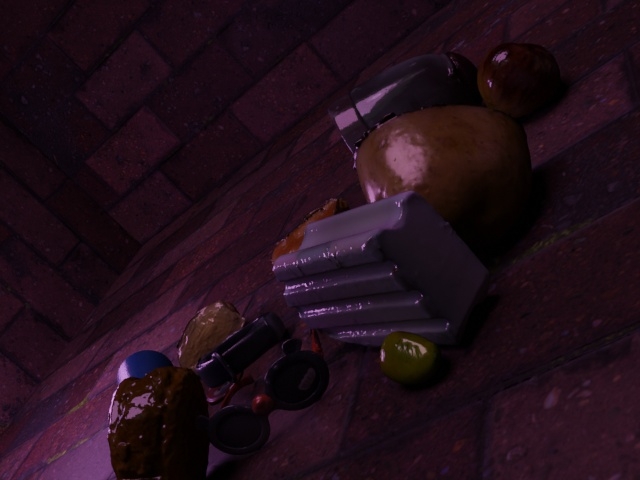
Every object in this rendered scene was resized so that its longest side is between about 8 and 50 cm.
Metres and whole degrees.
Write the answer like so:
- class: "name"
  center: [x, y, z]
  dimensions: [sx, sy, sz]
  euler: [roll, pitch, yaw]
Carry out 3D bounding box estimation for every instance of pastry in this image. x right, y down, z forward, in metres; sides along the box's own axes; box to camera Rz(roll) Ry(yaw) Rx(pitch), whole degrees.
- class: "pastry"
  center: [-0.252, 0.326, 1.258]
  dimensions: [0.132, 0.240, 0.235]
  euler: [-13, 45, 5]

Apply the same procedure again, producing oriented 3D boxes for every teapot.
- class: "teapot"
  center: [0.213, -0.274, 1.705]
  dimensions: [0.312, 0.233, 0.315]
  euler: [-32, -8, 10]

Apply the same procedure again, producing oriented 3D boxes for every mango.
- class: "mango"
  center: [0.123, 0.160, 1.051]
  dimensions: [0.108, 0.056, 0.073]
  euler: [-15, 65, 57]

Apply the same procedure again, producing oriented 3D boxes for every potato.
- class: "potato"
  center: [0.199, -0.078, 1.198]
  dimensions: [0.242, 0.285, 0.242]
  euler: [-174, 90, -76]

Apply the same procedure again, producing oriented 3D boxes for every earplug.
- class: "earplug"
  center: [-0.368, 0.345, 1.664]
  dimensions: [0.132, 0.132, 0.273]
  euler: [-45, 20, -2]

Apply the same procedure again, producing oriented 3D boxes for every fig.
- class: "fig"
  center: [0.352, -0.293, 1.499]
  dimensions: [0.160, 0.143, 0.231]
  euler: [-17, -11, -39]

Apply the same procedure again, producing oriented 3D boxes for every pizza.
- class: "pizza"
  center: [0.000, 0.000, 1.701]
  dimensions: [0.228, 0.081, 0.289]
  euler: [-57, 21, -20]

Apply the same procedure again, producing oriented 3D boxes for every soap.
- class: "soap"
  center: [0.073, 0.059, 1.163]
  dimensions: [0.115, 0.208, 0.347]
  euler: [-50, 17, -27]

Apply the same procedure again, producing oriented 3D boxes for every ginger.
- class: "ginger"
  center: [-0.252, 0.223, 1.765]
  dimensions: [0.193, 0.115, 0.122]
  euler: [-51, -5, 3]

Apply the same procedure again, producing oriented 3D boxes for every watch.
- class: "watch"
  center: [-0.159, 0.216, 1.507]
  dimensions: [0.193, 0.068, 0.206]
  euler: [-36, 3, 2]

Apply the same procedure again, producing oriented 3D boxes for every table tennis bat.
- class: "table tennis bat"
  center: [-0.198, 0.283, 1.599]
  dimensions: [0.098, 0.019, 0.154]
  euler: [-41, 19, 9]

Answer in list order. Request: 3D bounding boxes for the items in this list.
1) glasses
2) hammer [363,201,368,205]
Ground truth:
- class: "glasses"
  center: [-0.096, 0.223, 1.326]
  dimensions: [0.234, 0.118, 0.268]
  euler: [-43, 16, 9]
- class: "hammer"
  center: [0.139, -0.079, 1.686]
  dimensions: [0.062, 0.017, 0.182]
  euler: [-47, 18, -10]
